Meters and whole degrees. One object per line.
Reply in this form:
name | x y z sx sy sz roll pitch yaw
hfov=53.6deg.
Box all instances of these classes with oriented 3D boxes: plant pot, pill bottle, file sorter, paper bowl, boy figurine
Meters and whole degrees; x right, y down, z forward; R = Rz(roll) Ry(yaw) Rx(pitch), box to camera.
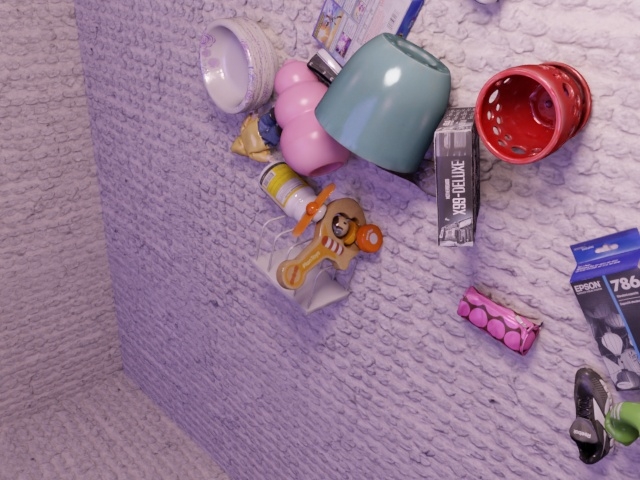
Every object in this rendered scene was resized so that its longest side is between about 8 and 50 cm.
plant pot | 0.439 -0.263 1.284 0.191 0.174 0.191 23 123 41
pill bottle | -0.092 -0.148 1.997 0.208 0.119 0.119 45 136 25
file sorter | -0.048 0.062 1.992 0.277 0.193 0.173 40 131 30
paper bowl | -0.242 -0.542 1.959 0.284 0.148 0.284 25 126 40
boy figurine | -0.194 -0.328 2.053 0.285 0.092 0.177 -23 90 52
plant pot | 0.167 -0.340 1.491 0.293 0.293 0.235 45 121 26

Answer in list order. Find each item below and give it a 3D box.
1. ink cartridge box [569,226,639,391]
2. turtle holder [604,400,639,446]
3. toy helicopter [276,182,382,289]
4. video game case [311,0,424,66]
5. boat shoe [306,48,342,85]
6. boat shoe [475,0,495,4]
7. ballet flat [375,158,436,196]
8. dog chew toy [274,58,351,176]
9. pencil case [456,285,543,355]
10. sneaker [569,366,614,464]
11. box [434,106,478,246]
ink cartridge box | 0.644 0.150 1.335 0.165 0.065 0.333 -26 86 52
turtle holder | 0.725 0.406 1.208 0.320 0.243 0.227 -17 137 24
toy helicopter | 0.000 0.000 1.772 0.140 0.355 0.235 -1 124 50
video game case | 0.112 -0.564 1.608 0.244 0.061 0.269 49 138 20
boat shoe | 0.048 -0.412 1.706 0.228 0.076 0.080 50 -177 4
boat shoe | 0.293 -0.617 1.360 0.302 0.109 0.094 66 158 16
ballet flat | 0.250 -0.178 1.648 0.250 0.058 0.084 27 105 32
dog chew toy | -0.037 -0.352 1.782 0.206 0.206 0.332 -28 78 51
pencil case | 0.437 0.192 1.572 0.209 0.095 0.098 30 163 35
sneaker | 0.617 0.411 1.454 0.078 0.106 0.234 1 108 48
box | 0.307 -0.150 1.394 0.076 0.307 0.242 0 111 17
